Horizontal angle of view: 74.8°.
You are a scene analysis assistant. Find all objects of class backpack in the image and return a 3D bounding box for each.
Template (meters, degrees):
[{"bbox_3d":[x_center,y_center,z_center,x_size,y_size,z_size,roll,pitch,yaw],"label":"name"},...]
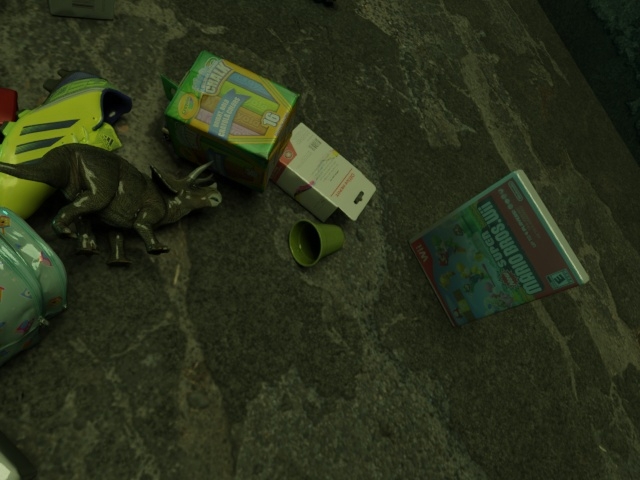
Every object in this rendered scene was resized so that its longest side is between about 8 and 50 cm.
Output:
[{"bbox_3d":[-0.370,0.045,0.450,0.166,0.188,0.144,47,53,0],"label":"backpack"}]

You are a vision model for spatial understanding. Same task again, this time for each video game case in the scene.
[{"bbox_3d":[0.300,0.030,0.768,0.025,0.285,0.204,-18,76,-34],"label":"video game case"}]

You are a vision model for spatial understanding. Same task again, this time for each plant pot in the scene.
[{"bbox_3d":[0.000,0.000,0.753,0.079,0.083,0.083,-9,71,-44],"label":"plant pot"}]

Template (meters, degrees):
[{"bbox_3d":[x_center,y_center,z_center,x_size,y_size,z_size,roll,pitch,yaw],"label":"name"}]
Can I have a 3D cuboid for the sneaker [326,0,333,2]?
[{"bbox_3d":[-0.051,-0.720,1.067,0.276,0.097,0.135,22,60,-17],"label":"sneaker"}]

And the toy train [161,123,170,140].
[{"bbox_3d":[-0.240,-0.238,0.758,0.027,0.036,0.158,30,55,-13],"label":"toy train"}]

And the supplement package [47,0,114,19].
[{"bbox_3d":[-0.439,-0.502,0.739,0.105,0.105,0.179,-14,74,-33],"label":"supplement package"}]

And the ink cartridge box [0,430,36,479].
[{"bbox_3d":[-0.491,0.239,0.303,0.279,0.160,0.385,47,53,0],"label":"ink cartridge box"}]

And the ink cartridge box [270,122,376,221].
[{"bbox_3d":[0.000,-0.119,0.813,0.198,0.067,0.115,39,54,-4],"label":"ink cartridge box"}]

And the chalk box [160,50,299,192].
[{"bbox_3d":[-0.161,-0.195,0.675,0.213,0.132,0.132,23,72,-2],"label":"chalk box"}]

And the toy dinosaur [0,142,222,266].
[{"bbox_3d":[-0.287,-0.061,0.568,0.314,0.121,0.160,18,58,-51],"label":"toy dinosaur"}]

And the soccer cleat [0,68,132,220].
[{"bbox_3d":[-0.355,-0.139,0.592,0.121,0.093,0.289,18,50,-17],"label":"soccer cleat"}]

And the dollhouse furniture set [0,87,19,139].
[{"bbox_3d":[-0.561,-0.124,0.451,0.374,0.152,0.201,-1,67,-29],"label":"dollhouse furniture set"}]
